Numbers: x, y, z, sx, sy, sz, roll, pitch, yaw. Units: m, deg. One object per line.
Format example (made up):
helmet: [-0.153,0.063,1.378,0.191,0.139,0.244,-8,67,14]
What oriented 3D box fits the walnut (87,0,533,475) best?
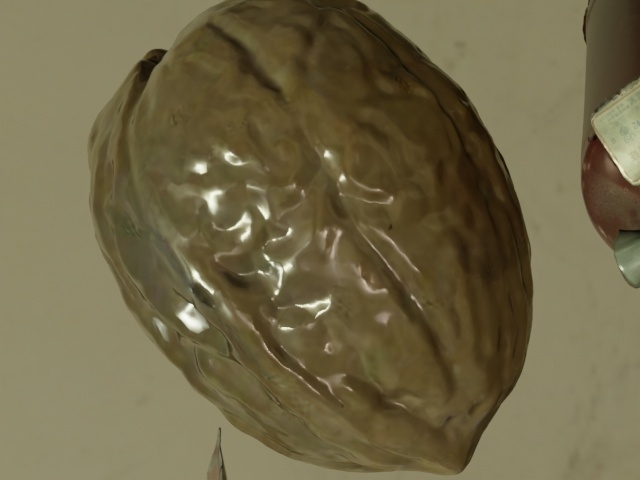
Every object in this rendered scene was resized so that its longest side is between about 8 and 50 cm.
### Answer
walnut: [0.001,0.000,0.743,0.230,0.178,0.178,58,172,9]

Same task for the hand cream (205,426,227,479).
hand cream: [-0.060,0.205,0.954,0.067,0.043,0.210,-97,11,-57]

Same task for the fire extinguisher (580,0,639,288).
fire extinguisher: [0.164,-0.059,0.753,0.269,0.104,0.105,-71,-15,-61]
